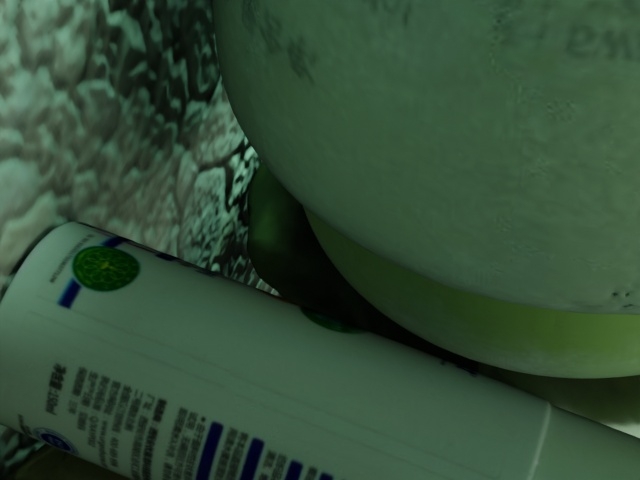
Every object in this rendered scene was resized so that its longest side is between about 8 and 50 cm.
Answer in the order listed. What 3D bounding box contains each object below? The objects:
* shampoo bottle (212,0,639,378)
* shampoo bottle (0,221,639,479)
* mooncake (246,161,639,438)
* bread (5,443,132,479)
[{"bbox_3d":[0.113,-0.124,0.478,0.317,0.322,0.322,84,26,-47],"label":"shampoo bottle"},{"bbox_3d":[0.022,0.083,0.446,0.092,0.303,0.092,20,90,-80],"label":"shampoo bottle"},{"bbox_3d":[0.125,0.026,0.755,0.187,0.351,0.351,-49,-174,41],"label":"mooncake"},{"bbox_3d":[-0.057,0.173,0.567,0.212,0.142,0.224,-11,105,-57],"label":"bread"}]
